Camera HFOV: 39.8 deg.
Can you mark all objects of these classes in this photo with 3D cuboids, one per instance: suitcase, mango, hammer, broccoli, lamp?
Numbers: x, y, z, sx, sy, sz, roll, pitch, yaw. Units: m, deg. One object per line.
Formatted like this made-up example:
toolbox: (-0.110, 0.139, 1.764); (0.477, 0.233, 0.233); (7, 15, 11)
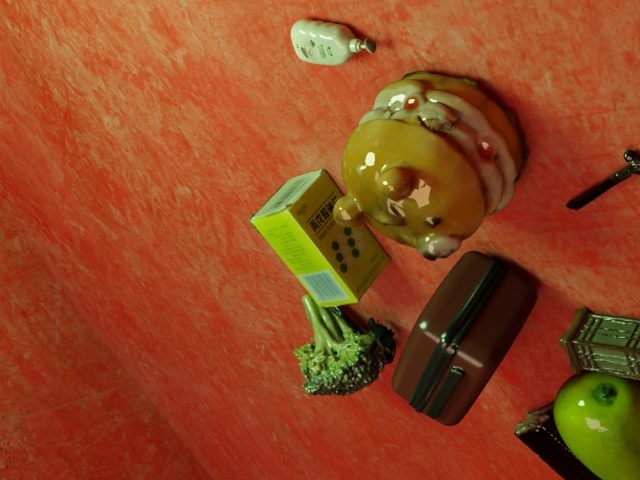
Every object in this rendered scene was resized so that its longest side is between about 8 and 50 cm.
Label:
suitcase: (0.256, 0.183, 1.611); (0.161, 0.236, 0.297); (32, 148, 12)
mango: (0.542, 0.360, 1.604); (0.192, 0.156, 0.343); (10, 144, 52)
hammer: (0.426, -0.077, 1.319); (0.065, 0.021, 0.178); (42, 149, -3)
broccoli: (0.045, 0.217, 1.960); (0.247, 0.263, 0.243); (-33, 77, 24)
lamp: (0.560, 0.185, 1.433); (0.325, 0.090, 0.089); (5, 134, 44)

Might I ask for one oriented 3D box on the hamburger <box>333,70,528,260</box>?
hamburger: (0.156, -0.103, 1.372); (0.276, 0.237, 0.276); (29, 149, 20)

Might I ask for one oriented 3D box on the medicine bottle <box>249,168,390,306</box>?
medicine bottle: (0.000, 0.000, 1.750); (0.141, 0.137, 0.250); (-11, 121, 53)

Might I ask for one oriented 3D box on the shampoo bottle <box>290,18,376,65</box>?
shampoo bottle: (0.027, -0.316, 1.424); (0.152, 0.045, 0.077); (15, 139, 34)

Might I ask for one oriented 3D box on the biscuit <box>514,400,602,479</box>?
biscuit: (0.516, 0.435, 1.803); (0.252, 0.070, 0.106); (41, 148, -1)
